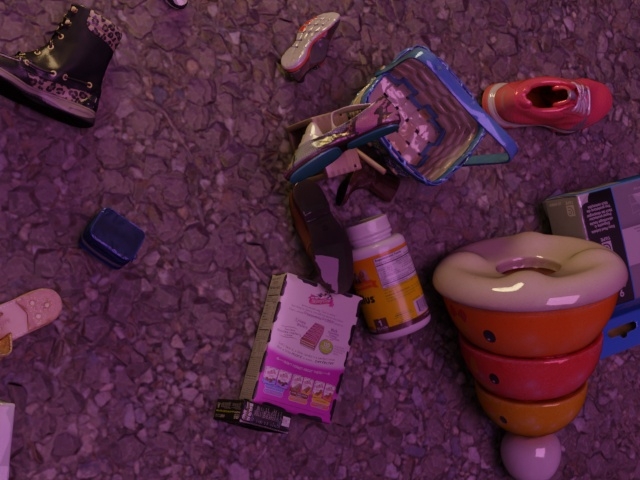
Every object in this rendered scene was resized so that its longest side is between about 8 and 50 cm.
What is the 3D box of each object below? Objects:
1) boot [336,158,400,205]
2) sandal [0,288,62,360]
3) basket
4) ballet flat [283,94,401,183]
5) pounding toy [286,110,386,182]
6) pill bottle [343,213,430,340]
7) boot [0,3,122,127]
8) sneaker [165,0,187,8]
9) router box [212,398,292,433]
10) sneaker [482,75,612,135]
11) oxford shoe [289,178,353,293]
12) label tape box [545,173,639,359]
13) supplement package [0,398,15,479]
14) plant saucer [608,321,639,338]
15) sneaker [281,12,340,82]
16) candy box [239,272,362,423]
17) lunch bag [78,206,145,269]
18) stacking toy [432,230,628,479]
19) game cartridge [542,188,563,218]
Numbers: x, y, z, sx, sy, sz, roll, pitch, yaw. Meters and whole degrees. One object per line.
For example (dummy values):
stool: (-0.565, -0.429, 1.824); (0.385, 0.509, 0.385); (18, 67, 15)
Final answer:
boot: (0.093, -0.091, 1.888); (0.114, 0.037, 0.106); (28, 77, -27)
sandal: (-0.503, 0.145, 1.553); (0.240, 0.079, 0.088); (-33, 101, -24)
basket: (0.194, -0.219, 1.802); (0.255, 0.289, 0.201); (45, 68, -15)
ballet flat: (0.027, -0.177, 1.708); (0.221, 0.077, 0.079); (-28, 76, 2)
pounding toy: (0.027, -0.161, 1.799); (0.100, 0.141, 0.130); (-18, 95, -26)
pill bottle: (0.115, 0.065, 1.840); (0.117, 0.117, 0.215); (-22, 96, -26)
boot: (-0.442, -0.304, 1.614); (0.236, 0.085, 0.179); (27, 73, -29)
sneaker: (-0.259, -0.450, 1.735); (0.040, 0.043, 0.109); (-32, 102, -26)
router box: (-0.116, 0.297, 1.708); (0.092, 0.122, 0.038); (19, 74, -25)
sneaker: (0.485, -0.274, 2.034); (0.313, 0.136, 0.116); (-7, 90, -26)
oxford shoe: (0.000, 0.000, 1.795); (0.076, 0.076, 0.212); (-14, 76, -24)
label tape box: (0.617, 0.053, 2.049); (0.249, 0.115, 0.348); (-14, 91, -26)
supplement package: (-0.590, 0.318, 1.433); (0.262, 0.198, 0.199); (7, 83, -25)
plant saucer: (0.590, 0.096, 2.115); (0.241, 0.037, 0.241); (2, 85, -27)
sneaker: (-0.012, -0.352, 1.852); (0.158, 0.061, 0.065); (-51, 135, -19)
candy box: (-0.034, 0.190, 1.784); (0.159, 0.071, 0.233); (20, 78, -23)
lunch bag: (-0.339, 0.000, 1.653); (0.098, 0.065, 0.067); (38, 56, -18)
stacking toy: (0.398, 0.248, 1.898); (0.350, 0.350, 0.480); (-14, 107, -26)
game cartridge: (0.495, -0.058, 2.092); (0.056, 0.017, 0.083); (-40, 103, -19)
